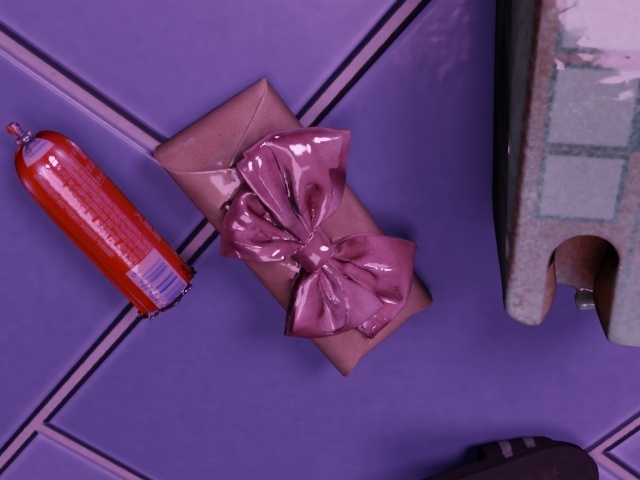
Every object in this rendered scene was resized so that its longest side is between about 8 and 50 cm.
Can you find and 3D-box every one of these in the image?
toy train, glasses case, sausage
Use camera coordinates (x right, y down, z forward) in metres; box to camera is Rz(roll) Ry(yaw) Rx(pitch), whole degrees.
[{"bbox_3d":[0.164,-0.099,0.430,0.159,0.129,0.327,3,123,7],"label":"toy train"},{"bbox_3d":[0.000,0.000,0.529,0.102,0.070,0.193,-30,117,18],"label":"glasses case"},{"bbox_3d":[-0.137,-0.015,0.541,0.050,0.048,0.145,-4,133,52],"label":"sausage"}]

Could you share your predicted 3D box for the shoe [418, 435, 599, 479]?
[{"bbox_3d":[0.117,0.177,0.649,0.179,0.049,0.071,-9,113,-19],"label":"shoe"}]
